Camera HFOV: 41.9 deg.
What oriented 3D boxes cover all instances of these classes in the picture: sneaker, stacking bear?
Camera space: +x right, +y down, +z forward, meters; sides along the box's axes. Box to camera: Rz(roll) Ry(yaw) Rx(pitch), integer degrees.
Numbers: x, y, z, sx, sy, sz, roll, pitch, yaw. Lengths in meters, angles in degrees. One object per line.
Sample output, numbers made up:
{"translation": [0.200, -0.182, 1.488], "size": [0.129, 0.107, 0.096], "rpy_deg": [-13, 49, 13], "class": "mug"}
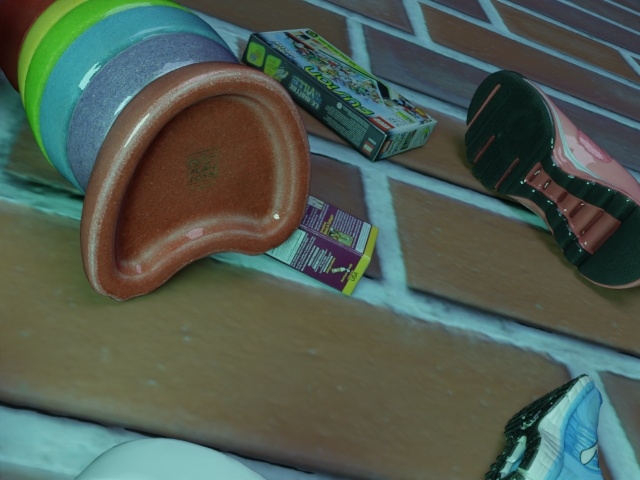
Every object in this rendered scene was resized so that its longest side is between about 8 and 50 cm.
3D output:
{"translation": [0.280, -0.065, 0.949], "size": [0.136, 0.116, 0.313], "rpy_deg": [6, 43, -47], "class": "sneaker"}
{"translation": [0.168, 0.155, 0.584], "size": [0.073, 0.063, 0.162], "rpy_deg": [49, 39, 2], "class": "sneaker"}
{"translation": [-0.157, -0.117, 0.635], "size": [0.175, 0.164, 0.289], "rpy_deg": [-20, 45, -33], "class": "stacking bear"}

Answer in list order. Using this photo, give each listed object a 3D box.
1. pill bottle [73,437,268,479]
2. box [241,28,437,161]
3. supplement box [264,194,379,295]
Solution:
{"translation": [-0.098, 0.184, 0.242], "size": [0.153, 0.153, 0.264], "rpy_deg": [32, 32, 8], "class": "pill bottle"}
{"translation": [0.021, -0.171, 0.952], "size": [0.207, 0.036, 0.114], "rpy_deg": [40, 34, 20], "class": "box"}
{"translation": [0.000, 0.000, 0.683], "size": [0.083, 0.043, 0.055], "rpy_deg": [27, 32, -2], "class": "supplement box"}
